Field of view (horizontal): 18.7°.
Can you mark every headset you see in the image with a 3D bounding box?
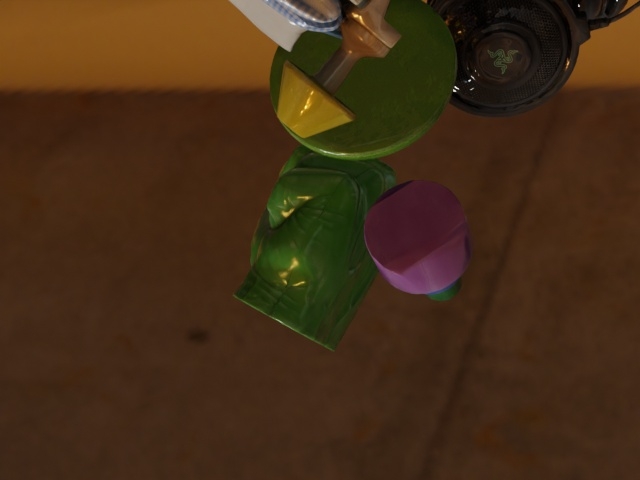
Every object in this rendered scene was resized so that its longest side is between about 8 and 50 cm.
[{"bbox_3d":[0.183,-0.180,1.649,0.394,0.185,0.243,6,-144,30],"label":"headset"}]

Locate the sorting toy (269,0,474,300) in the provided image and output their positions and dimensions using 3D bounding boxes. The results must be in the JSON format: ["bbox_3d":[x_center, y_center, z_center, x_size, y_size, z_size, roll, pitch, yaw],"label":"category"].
[{"bbox_3d":[0.034,-0.109,1.345,0.127,0.126,0.365,-21,-118,5],"label":"sorting toy"}]

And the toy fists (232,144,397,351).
[{"bbox_3d":[0.000,0.000,1.501,0.096,0.279,0.142,29,-93,8],"label":"toy fists"}]

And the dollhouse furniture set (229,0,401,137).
[{"bbox_3d":[-0.115,-0.125,0.833,0.198,0.303,0.286,-49,-176,6],"label":"dollhouse furniture set"}]
